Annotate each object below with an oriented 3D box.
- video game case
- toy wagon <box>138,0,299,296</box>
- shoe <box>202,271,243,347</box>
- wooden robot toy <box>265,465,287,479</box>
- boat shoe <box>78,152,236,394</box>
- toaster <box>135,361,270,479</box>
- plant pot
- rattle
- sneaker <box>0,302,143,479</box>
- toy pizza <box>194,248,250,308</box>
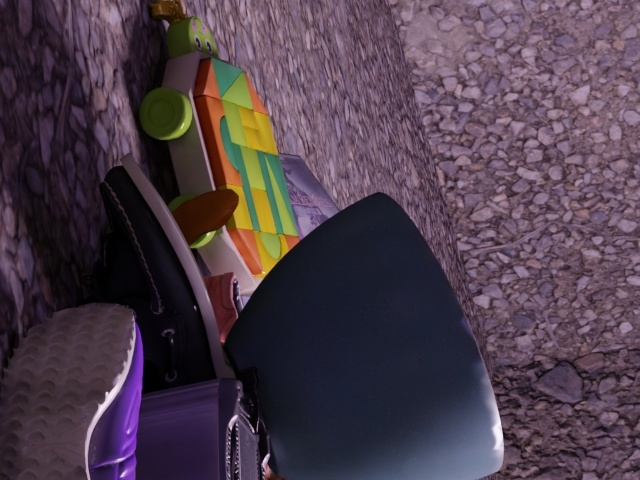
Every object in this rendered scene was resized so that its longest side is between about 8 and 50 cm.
[{"bbox_3d":[0.000,0.000,2.377,0.274,0.026,0.196,55,20,16],"label":"video game case"},{"bbox_3d":[-0.113,-0.109,2.125,0.267,0.068,0.344,10,66,-71],"label":"toy wagon"},{"bbox_3d":[-0.114,0.120,1.982,0.063,0.081,0.178,46,36,-71],"label":"shoe"},{"bbox_3d":[-0.035,0.290,2.250,0.076,0.079,0.173,62,21,-59],"label":"wooden robot toy"},{"bbox_3d":[-0.160,0.063,1.732,0.127,0.113,0.340,59,-11,34],"label":"boat shoe"},{"bbox_3d":[-0.124,0.215,1.684,0.129,0.146,0.227,61,23,-62],"label":"toaster"},{"bbox_3d":[0.021,0.123,1.831,0.290,0.195,0.290,158,-90,-80],"label":"plant pot"},{"bbox_3d":[-0.121,0.053,1.875,0.130,0.143,0.200,-114,-174,-75],"label":"rattle"},{"bbox_3d":[-0.192,0.190,1.522,0.146,0.102,0.293,75,17,-47],"label":"sneaker"},{"bbox_3d":[-0.107,0.048,2.187,0.201,0.032,0.201,-14,90,-75],"label":"toy pizza"}]
